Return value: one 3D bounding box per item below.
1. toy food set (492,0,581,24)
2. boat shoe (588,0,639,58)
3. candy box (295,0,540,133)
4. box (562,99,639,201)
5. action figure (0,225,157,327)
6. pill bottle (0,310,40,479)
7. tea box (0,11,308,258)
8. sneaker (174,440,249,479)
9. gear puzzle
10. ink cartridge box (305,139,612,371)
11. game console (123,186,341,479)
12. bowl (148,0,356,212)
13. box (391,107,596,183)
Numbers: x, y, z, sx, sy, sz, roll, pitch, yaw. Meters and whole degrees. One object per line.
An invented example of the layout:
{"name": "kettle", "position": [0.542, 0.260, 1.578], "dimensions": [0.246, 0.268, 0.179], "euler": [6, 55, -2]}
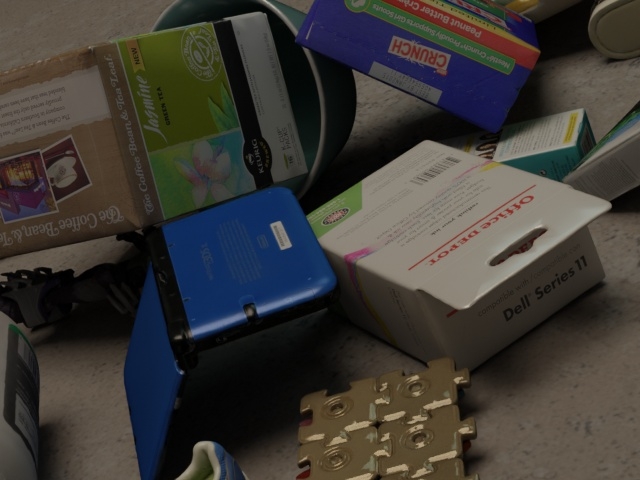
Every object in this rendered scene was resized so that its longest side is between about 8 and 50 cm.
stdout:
{"name": "toy food set", "position": [0.305, -0.375, 2.252], "dimensions": [0.219, 0.092, 0.306], "euler": [-25, 14, 31]}
{"name": "boat shoe", "position": [0.504, -0.330, 2.057], "dimensions": [0.324, 0.117, 0.097], "euler": [-18, 28, 25]}
{"name": "candy box", "position": [0.128, -0.263, 1.992], "dimensions": [0.268, 0.122, 0.317], "euler": [25, 17, -1]}
{"name": "box", "position": [0.431, -0.172, 1.762], "dimensions": [0.322, 0.058, 0.232], "euler": [-41, 4, -35]}
{"name": "action figure", "position": [-0.263, 0.048, 1.979], "dimensions": [0.285, 0.099, 0.185], "euler": [-13, 14, 12]}
{"name": "pill bottle", "position": [-0.389, 0.217, 1.620], "dimensions": [0.204, 0.204, 0.361], "euler": [-23, 24, 1]}
{"name": "tea box", "position": [-0.256, -0.124, 1.948], "dimensions": [0.329, 0.220, 0.323], "euler": [-10, 8, 37]}
{"name": "sneaker", "position": [-0.140, 0.269, 1.450], "dimensions": [0.080, 0.081, 0.211], "euler": [-1, 34, 36]}
{"name": "gear puzzle", "position": [0.061, 0.229, 1.414], "dimensions": [0.175, 0.044, 0.339], "euler": [-16, 28, 11]}
{"name": "ink cartridge box", "position": [0.144, 0.020, 1.656], "dimensions": [0.207, 0.119, 0.353], "euler": [-33, 26, -17]}
{"name": "game console", "position": [-0.104, 0.098, 1.679], "dimensions": [0.250, 0.173, 0.293], "euler": [-19, 25, -4]}
{"name": "bowl", "position": [-0.074, -0.189, 2.103], "dimensions": [0.311, 0.312, 0.163], "euler": [-2, 12, 38]}
{"name": "box", "position": [0.199, -0.085, 1.887], "dimensions": [0.244, 0.060, 0.100], "euler": [-12, 26, 23]}
